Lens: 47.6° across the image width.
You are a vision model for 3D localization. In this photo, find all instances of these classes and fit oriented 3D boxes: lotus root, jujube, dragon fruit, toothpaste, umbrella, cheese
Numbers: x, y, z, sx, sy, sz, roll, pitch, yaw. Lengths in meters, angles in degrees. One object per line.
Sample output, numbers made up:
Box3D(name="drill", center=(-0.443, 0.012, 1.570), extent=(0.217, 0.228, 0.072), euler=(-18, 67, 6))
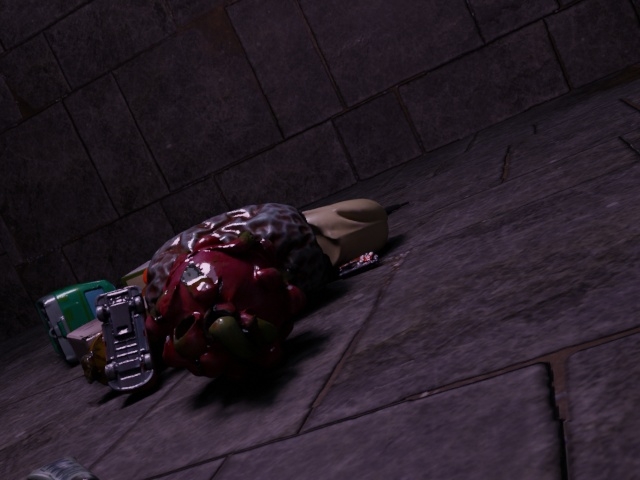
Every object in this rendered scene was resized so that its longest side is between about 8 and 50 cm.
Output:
Box3D(name="lotus root", center=(-0.329, 0.186, 1.285), extent=(0.120, 0.120, 0.209), euler=(-17, 13, 47))
Box3D(name="jujube", center=(-0.143, 0.056, 1.247), extent=(0.317, 0.225, 0.226), euler=(-19, 7, -2))
Box3D(name="dragon fruit", center=(-0.130, 0.104, 0.982), extent=(0.219, 0.198, 0.272), euler=(4, 33, 2))
Box3D(name="toothpaste", center=(-0.284, 0.268, 0.812), extent=(0.062, 0.039, 0.239), euler=(-24, 4, -30))
Box3D(name="umbrella", center=(0.116, -0.048, 1.867), extent=(0.269, 0.044, 0.044), euler=(-18, -21, -18))
Box3D(name="cheese", center=(0.000, 0.000, 1.446), extent=(0.266, 0.127, 0.233), euler=(-16, 0, 31))

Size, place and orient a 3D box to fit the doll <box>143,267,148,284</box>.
Box3D(name="doll", center=(-0.254, 0.089, 1.564), extent=(0.245, 0.076, 0.142), euler=(14, -34, -40))

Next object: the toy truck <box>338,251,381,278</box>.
Box3D(name="toy truck", center=(0.072, 0.044, 1.313), extent=(0.083, 0.024, 0.032), euler=(-24, 29, 22))

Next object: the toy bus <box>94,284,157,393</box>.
Box3D(name="toy bus", center=(-0.310, 0.167, 1.177), extent=(0.079, 0.174, 0.077), euler=(-15, -25, -6))

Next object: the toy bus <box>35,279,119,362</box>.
Box3D(name="toy bus", center=(-0.630, 0.201, 1.925), extent=(0.200, 0.183, 0.344), euler=(-24, 7, -24))

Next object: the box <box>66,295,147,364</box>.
Box3D(name="box", center=(-0.393, 0.191, 1.494), extent=(0.203, 0.106, 0.252), euler=(-29, 9, -27))

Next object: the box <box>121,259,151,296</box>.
Box3D(name="box", center=(-0.381, 0.110, 1.886), extent=(0.178, 0.148, 0.195), euler=(-21, 7, 8))
